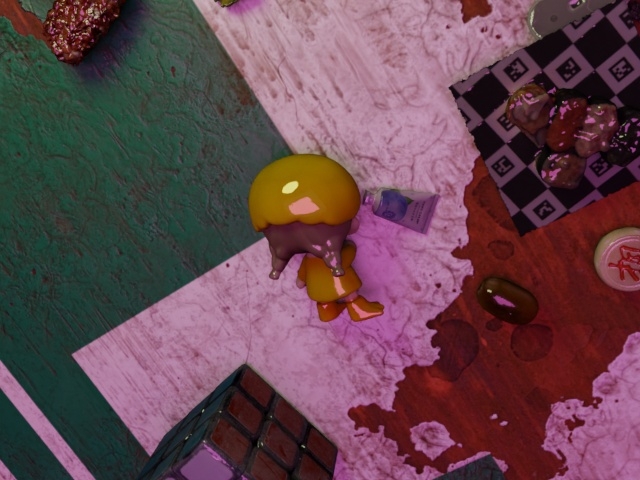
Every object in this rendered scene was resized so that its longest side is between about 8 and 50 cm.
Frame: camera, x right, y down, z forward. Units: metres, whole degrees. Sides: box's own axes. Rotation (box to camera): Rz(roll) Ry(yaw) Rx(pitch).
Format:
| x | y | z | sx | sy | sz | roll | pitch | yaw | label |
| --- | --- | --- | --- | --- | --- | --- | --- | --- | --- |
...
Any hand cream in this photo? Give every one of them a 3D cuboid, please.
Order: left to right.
| x | y | z | sx | sy | sz | roll | pitch | yaw | label |
| --- | --- | --- | --- | --- | --- | --- | --- | --- | --- |
| 0.150 | -0.065 | 1.336 | 0.142 | 0.053 | 0.084 | 15 | 109 | -7 | hand cream |

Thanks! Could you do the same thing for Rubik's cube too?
| x | y | z | sx | sy | sz | roll | pitch | yaw | label |
| --- | --- | --- | --- | --- | --- | --- | --- | --- | --- |
| -0.180 | 0.500 | 1.430 | 0.304 | 0.305 | 0.301 | 45 | 108 | -5 | Rubik's cube |

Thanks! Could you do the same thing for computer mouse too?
| x | y | z | sx | sy | sz | roll | pitch | yaw | label |
| --- | --- | --- | --- | --- | --- | --- | --- | --- | --- |
| 0.438 | -0.396 | 1.174 | 0.182 | 0.056 | 0.089 | -31 | 83 | 19 | computer mouse |

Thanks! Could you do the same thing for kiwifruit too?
| x | y | z | sx | sy | sz | roll | pitch | yaw | label |
| --- | --- | --- | --- | --- | --- | --- | --- | --- | --- |
| 0.362 | 0.118 | 1.348 | 0.124 | 0.075 | 0.075 | 28 | 110 | -5 | kiwifruit |

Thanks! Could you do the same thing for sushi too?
| x | y | z | sx | sy | sz | roll | pitch | yaw | label |
| --- | --- | --- | --- | --- | --- | --- | --- | --- | --- |
| 0.438 | -0.186 | 1.202 | 0.320 | 0.069 | 0.339 | -26 | 115 | 15 | sushi |

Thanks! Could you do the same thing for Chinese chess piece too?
| x | y | z | sx | sy | sz | roll | pitch | yaw | label |
| --- | --- | --- | --- | --- | --- | --- | --- | --- | --- |
| 0.574 | 0.035 | 1.299 | 0.122 | 0.051 | 0.122 | 2 | 109 | 7 | Chinese chess piece |

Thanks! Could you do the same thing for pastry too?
| x | y | z | sx | sy | sz | roll | pitch | yaw | label |
| --- | --- | --- | --- | --- | --- | --- | --- | --- | --- |
| -0.426 | -0.420 | 1.277 | 0.115 | 0.097 | 0.208 | 38 | 110 | -11 | pastry |

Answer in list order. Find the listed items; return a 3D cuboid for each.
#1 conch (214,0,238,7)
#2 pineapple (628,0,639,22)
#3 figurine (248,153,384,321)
| x | y | z | sx | sy | sz | roll | pitch | yaw | label |
| --- | --- | --- | --- | --- | --- | --- | --- | --- | --- |
| -0.163 | -0.466 | 1.234 | 0.089 | 0.074 | 0.121 | 50 | 136 | 26 | conch |
| 0.538 | -0.385 | 1.167 | 0.124 | 0.058 | 0.058 | -1 | 108 | 10 | pineapple |
| 0.000 | 0.000 | 1.316 | 0.215 | 0.187 | 0.343 | -14 | 112 | 25 | figurine |
